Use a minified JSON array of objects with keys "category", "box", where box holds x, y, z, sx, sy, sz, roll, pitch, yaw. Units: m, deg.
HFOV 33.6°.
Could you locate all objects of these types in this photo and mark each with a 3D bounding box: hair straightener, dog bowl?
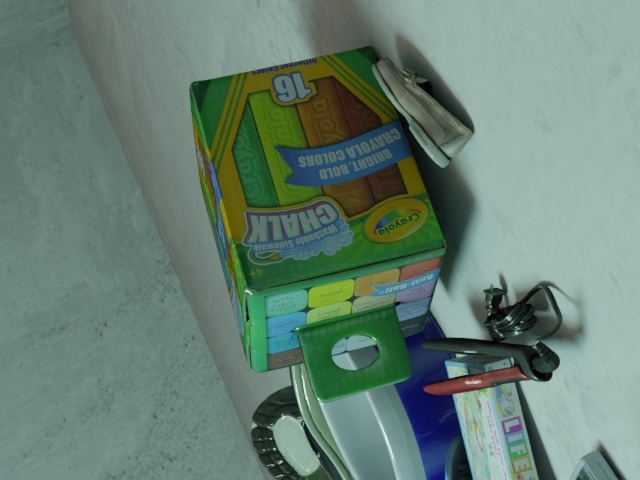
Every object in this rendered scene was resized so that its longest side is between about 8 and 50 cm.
[{"category":"hair straightener","box":[0.138,0.079,0.881,0.230,0.047,0.089,140,129,-73]},{"category":"dog bowl","box":[0.075,0.176,1.196,0.265,0.104,0.265,159,90,-76]}]

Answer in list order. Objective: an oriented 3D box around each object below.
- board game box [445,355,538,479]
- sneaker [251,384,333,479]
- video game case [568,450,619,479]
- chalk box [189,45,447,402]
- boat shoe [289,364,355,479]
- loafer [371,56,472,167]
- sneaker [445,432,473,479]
[{"category":"board game box","box":[0.163,0.186,0.996,0.103,0.026,0.154,164,93,-76]},{"category":"sneaker","box":[0.055,0.414,1.663,0.410,0.158,0.182,61,-165,21]},{"category":"video game case","box":[0.250,0.284,0.874,0.173,0.022,0.190,60,165,30]},{"category":"chalk box","box":[0.000,0.000,0.973,0.179,0.180,0.289,94,160,-60]},{"category":"boat shoe","box":[0.028,0.225,1.399,0.113,0.127,0.340,17,138,61]},{"category":"loafer","box":[0.086,-0.113,0.882,0.045,0.039,0.125,33,-157,-51]},{"category":"sneaker","box":[0.164,0.286,1.102,0.082,0.069,0.209,-144,34,-71]}]
